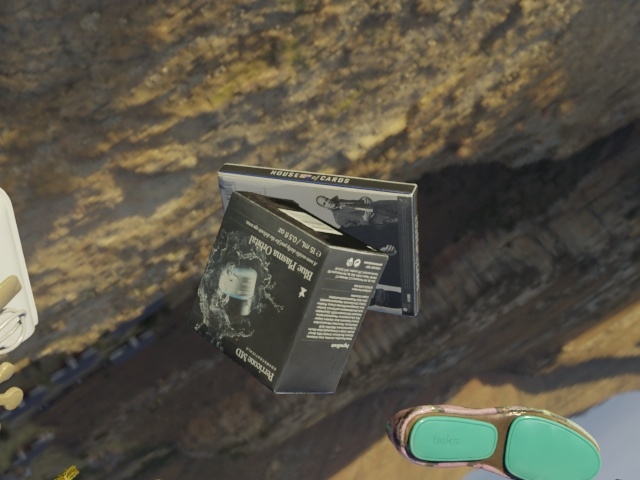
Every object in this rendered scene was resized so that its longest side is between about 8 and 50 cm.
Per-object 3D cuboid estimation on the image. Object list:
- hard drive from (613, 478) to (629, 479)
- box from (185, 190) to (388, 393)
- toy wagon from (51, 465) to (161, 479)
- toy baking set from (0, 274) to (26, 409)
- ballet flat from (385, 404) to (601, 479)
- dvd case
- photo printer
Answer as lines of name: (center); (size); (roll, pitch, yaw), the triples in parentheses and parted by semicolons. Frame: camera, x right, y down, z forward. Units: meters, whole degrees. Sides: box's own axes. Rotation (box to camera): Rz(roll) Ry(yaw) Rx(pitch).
hard drive: (0.474, 0.420, 1.296); (0.237, 0.064, 0.339); (-18, -175, -34)
box: (-0.038, 0.052, 0.971); (0.093, 0.156, 0.158); (8, 106, -48)
toy wagon: (-0.333, 0.527, 1.597); (0.267, 0.344, 0.068); (-44, -179, -44)
toy baking set: (-0.423, 0.165, 1.109); (0.197, 0.030, 0.256); (-28, 137, -58)
ballet flat: (0.168, 0.193, 0.936); (0.221, 0.077, 0.079); (10, -175, -17)
dvd case: (0.000, 0.000, 1.137); (0.029, 0.238, 0.179); (-60, 152, -48)
photo printer: (-0.615, 0.012, 1.602); (0.107, 0.256, 0.307); (-38, 134, -47)
